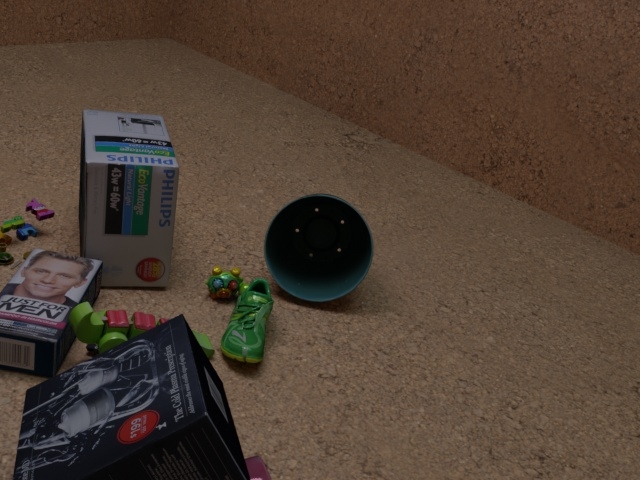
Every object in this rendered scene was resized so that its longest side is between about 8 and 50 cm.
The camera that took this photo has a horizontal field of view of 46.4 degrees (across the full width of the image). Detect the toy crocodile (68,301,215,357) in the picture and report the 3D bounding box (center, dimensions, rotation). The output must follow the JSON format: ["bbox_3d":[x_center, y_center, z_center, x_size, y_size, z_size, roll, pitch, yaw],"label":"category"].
[{"bbox_3d":[-0.391,0.208,1.662,0.341,0.105,0.115,16,23,-31],"label":"toy crocodile"}]

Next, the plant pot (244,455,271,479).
[{"bbox_3d":[-0.160,0.476,1.219,0.180,0.201,0.201,-14,35,-16],"label":"plant pot"}]

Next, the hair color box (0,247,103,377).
[{"bbox_3d":[-0.629,0.153,1.695,0.174,0.105,0.347,11,26,-5],"label":"hair color box"}]

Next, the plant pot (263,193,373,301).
[{"bbox_3d":[0.000,0.000,2.097,0.293,0.292,0.235,13,12,0],"label":"plant pot"}]

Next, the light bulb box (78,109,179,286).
[{"bbox_3d":[-0.519,-0.115,1.981,0.225,0.357,0.361,1,28,-19],"label":"light bulb box"}]

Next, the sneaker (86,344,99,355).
[{"bbox_3d":[-0.485,0.249,1.667,0.083,0.031,0.035,29,61,10],"label":"sneaker"}]

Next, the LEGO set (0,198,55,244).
[{"bbox_3d":[-0.841,-0.046,1.992,0.093,0.087,0.227,42,36,18],"label":"LEGO set"}]

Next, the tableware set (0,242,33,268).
[{"bbox_3d":[-0.770,0.041,1.932,0.154,0.024,0.104,17,27,7],"label":"tableware set"}]

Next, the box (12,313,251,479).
[{"bbox_3d":[-0.312,0.326,1.230,0.313,0.178,0.343,-27,25,-6],"label":"box"}]

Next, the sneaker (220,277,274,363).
[{"bbox_3d":[-0.175,0.188,1.813,0.110,0.123,0.295,11,28,-6],"label":"sneaker"}]

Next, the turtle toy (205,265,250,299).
[{"bbox_3d":[-0.239,0.121,1.965,0.130,0.095,0.066,6,50,-14],"label":"turtle toy"}]
